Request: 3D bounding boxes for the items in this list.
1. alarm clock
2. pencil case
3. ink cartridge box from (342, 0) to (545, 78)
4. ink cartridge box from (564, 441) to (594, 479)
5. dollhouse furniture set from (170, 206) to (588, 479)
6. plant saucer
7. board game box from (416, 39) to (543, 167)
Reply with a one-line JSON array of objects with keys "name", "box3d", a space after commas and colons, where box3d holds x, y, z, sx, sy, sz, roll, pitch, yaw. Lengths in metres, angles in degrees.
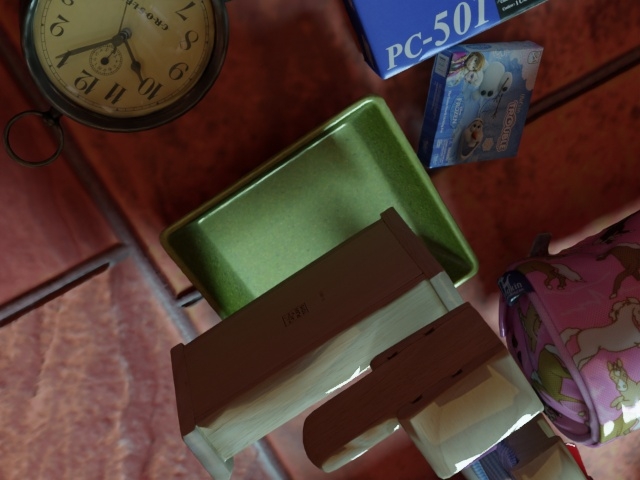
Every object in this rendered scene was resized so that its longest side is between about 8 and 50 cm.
[{"name": "alarm clock", "box3d": [-0.140, -0.125, 0.716, 0.129, 0.064, 0.192, 35, 100, -31]}, {"name": "pencil case", "box3d": [0.332, 0.013, 0.884, 0.386, 0.160, 0.167, -25, 91, -4]}, {"name": "ink cartridge box", "box3d": [0.113, -0.202, 0.767, 0.207, 0.046, 0.097, -26, 122, -2]}, {"name": "ink cartridge box", "box3d": [0.159, 0.367, 1.027, 0.309, 0.130, 0.272, -29, 129, 1]}, {"name": "dollhouse furniture set", "box3d": [0.069, 0.180, 0.767, 0.198, 0.286, 0.303, -34, 112, 2]}, {"name": "plant saucer", "box3d": [0.000, 0.000, 0.842, 0.188, 0.045, 0.188, -34, 123, 2]}, {"name": "board game box", "box3d": [0.119, -0.102, 0.825, 0.090, 0.020, 0.090, -10, 123, -33]}]
